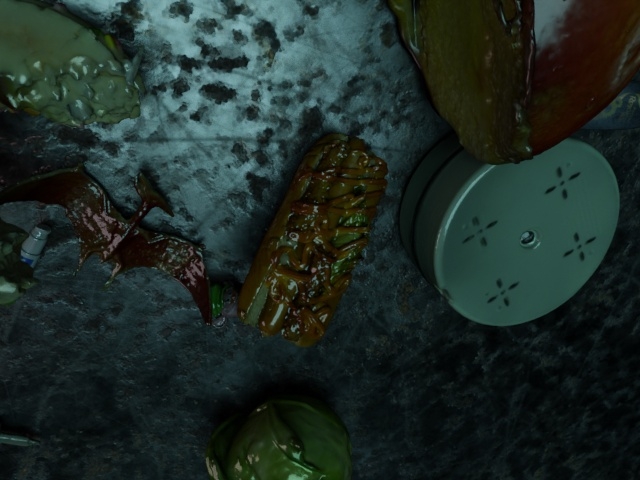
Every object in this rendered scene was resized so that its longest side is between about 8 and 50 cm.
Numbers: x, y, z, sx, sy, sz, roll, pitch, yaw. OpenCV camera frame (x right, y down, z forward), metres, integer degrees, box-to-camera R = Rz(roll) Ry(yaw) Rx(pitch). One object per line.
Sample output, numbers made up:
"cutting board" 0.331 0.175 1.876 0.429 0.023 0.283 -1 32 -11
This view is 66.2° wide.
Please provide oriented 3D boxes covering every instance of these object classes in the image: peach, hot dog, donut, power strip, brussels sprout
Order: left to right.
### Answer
"donut" -0.406 -0.119 0.573 0.307 0.150 0.371 24 76 -4
"brussels sprout" -0.071 0.426 0.945 0.259 0.227 0.294 -40 126 23
"hot dog" 0.000 0.000 0.766 0.158 0.117 0.349 27 85 -22
"power strip" 0.329 -0.037 0.853 0.357 0.161 0.358 -6 115 -12
"peach" 0.257 -0.304 0.608 0.352 0.339 0.417 14 114 -15

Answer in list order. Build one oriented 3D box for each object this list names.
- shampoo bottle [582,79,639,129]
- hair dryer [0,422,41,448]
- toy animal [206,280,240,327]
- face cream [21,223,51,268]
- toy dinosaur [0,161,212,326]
"shampoo bottle" 0.509 -0.238 0.862 0.233 0.049 0.087 -1 117 -13
"hair dryer" -0.650 0.297 0.825 0.357 0.108 0.173 29 106 -33
"toy animal" -0.092 0.101 0.867 0.208 0.100 0.103 -16 157 -9
"face cream" -0.458 0.029 0.763 0.034 0.034 0.130 31 104 -24
"toy dinosaur" -0.302 0.018 0.754 0.206 0.113 0.328 -23 122 3
